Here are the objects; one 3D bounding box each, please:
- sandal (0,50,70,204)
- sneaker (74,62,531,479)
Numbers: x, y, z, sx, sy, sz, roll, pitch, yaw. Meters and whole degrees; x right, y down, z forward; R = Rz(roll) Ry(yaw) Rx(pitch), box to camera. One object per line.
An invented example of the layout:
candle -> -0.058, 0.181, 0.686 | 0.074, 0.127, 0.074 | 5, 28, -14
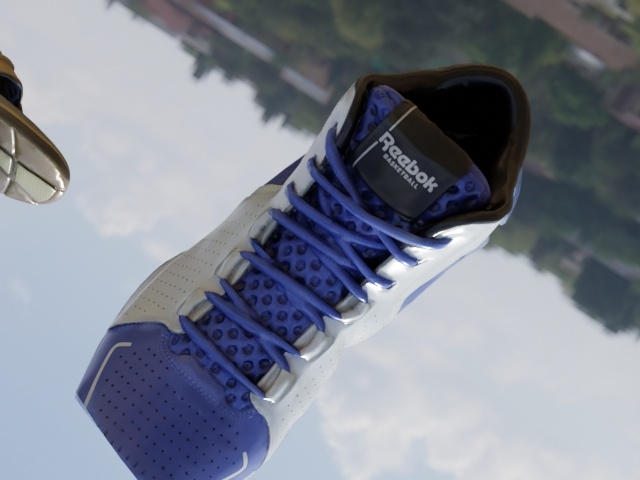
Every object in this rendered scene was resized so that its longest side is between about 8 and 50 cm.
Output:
sandal -> -0.199, -0.092, 0.946 | 0.180, 0.049, 0.072 | 45, 146, -14
sneaker -> 0.001, -0.001, 0.936 | 0.127, 0.315, 0.182 | 46, 163, 8
